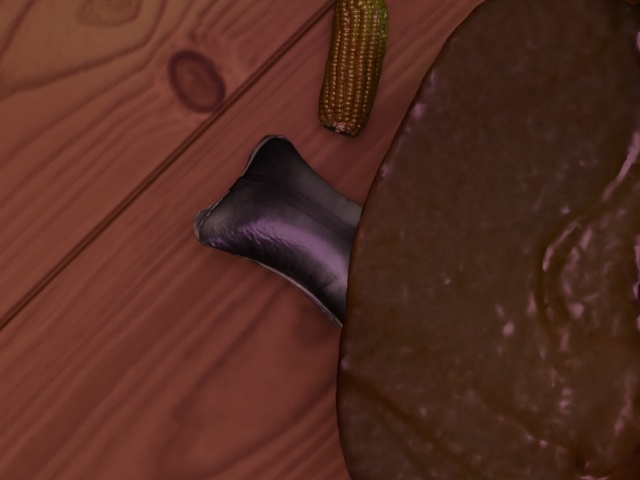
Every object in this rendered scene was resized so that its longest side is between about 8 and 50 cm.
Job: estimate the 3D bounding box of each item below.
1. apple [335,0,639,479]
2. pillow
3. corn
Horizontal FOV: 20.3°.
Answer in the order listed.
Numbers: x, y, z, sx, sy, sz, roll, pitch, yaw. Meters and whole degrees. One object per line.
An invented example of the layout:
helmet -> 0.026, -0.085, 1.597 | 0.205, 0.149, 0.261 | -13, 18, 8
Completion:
apple -> 0.194, 0.031, 0.955 | 0.328, 0.295, 0.365 | 5, 83, -23
pillow -> 0.001, -0.001, 1.067 | 0.135, 0.055, 0.091 | 36, 84, 2
corn -> 0.020, -0.108, 1.085 | 0.037, 0.037, 0.092 | 12, 84, 1
